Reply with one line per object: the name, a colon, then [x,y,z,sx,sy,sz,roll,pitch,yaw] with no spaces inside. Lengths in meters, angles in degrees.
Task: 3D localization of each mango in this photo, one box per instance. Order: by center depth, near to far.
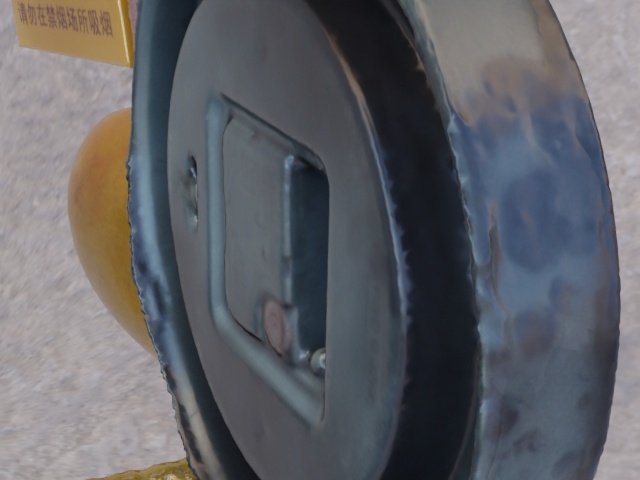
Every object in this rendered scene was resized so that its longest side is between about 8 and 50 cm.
mango: [-0.096,0.031,1.395,0.232,0.300,0.446,-21,65,-48]

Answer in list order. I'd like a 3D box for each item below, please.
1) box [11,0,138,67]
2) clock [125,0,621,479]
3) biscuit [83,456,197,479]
box: [-0.136,-0.246,0.747,0.076,0.174,0.274,-17,110,-31]
clock: [0.000,0.000,0.538,0.067,0.325,0.325,-9,84,-26]
biscuit: [-0.066,0.227,0.861,0.174,0.039,0.183,-8,64,-49]
